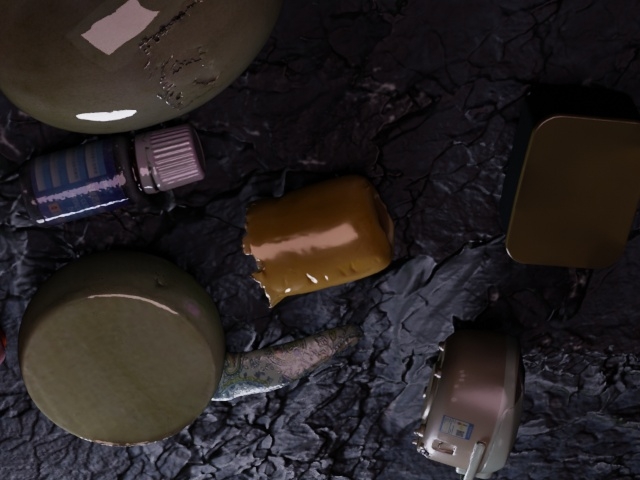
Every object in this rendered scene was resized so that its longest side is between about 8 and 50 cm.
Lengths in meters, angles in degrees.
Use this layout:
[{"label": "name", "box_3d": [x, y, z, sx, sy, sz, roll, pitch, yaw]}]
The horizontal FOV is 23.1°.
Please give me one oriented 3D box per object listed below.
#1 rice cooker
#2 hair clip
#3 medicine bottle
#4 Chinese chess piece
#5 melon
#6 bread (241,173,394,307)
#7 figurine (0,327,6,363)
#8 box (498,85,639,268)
[{"label": "rice cooker", "box_3d": [0.190, 0.204, 1.957, 0.127, 0.145, 0.206, 17, 125, -1]}, {"label": "hair clip", "box_3d": [-0.055, 0.152, 1.963, 0.229, 0.036, 0.066, -18, 106, 7]}, {"label": "medicine bottle", "box_3d": [-0.234, -0.077, 1.772, 0.203, 0.083, 0.083, -16, 123, 4]}, {"label": "Chinese chess piece", "box_3d": [-0.239, 0.130, 1.889, 0.250, 0.101, 0.250, 0, 121, 0]}, {"label": "melon", "box_3d": [-0.181, -0.246, 1.549, 0.330, 0.268, 0.268, -23, 123, -4]}, {"label": "bread", "box_3d": [0.000, 0.000, 1.838, 0.173, 0.085, 0.134, -17, 124, 7]}, {"label": "figurine", "box_3d": [-0.422, 0.125, 1.898, 0.083, 0.071, 0.067, 6, 122, -7]}, {"label": "box", "box_3d": [0.291, -0.075, 1.808, 0.144, 0.090, 0.201, 4, 123, -7]}]
